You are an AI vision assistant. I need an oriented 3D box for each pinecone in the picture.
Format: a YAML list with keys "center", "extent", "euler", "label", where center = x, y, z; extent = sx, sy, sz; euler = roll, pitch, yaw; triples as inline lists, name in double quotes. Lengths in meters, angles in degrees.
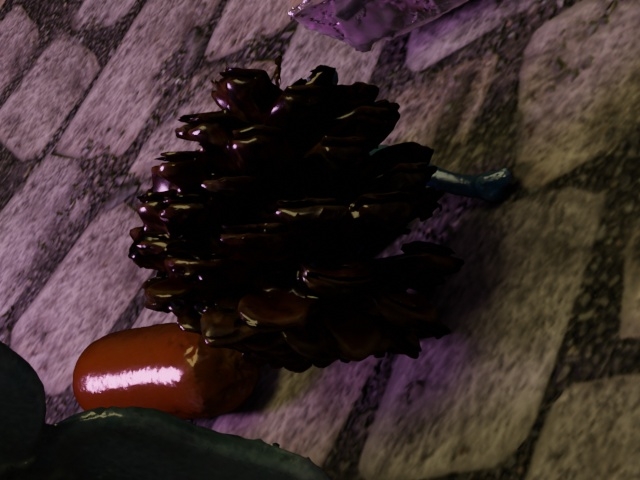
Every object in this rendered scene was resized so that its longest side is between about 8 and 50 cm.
- center: [-0.019, -0.017, 1.205]
  extent: [0.221, 0.221, 0.221]
  euler: [-37, 32, 28]
  label: "pinecone"

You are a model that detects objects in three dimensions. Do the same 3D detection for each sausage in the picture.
- center: [-0.114, 0.098, 1.396]
  extent: [0.197, 0.076, 0.076]
  euler: [-12, 49, 52]
  label: "sausage"

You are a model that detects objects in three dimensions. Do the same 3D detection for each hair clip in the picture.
- center: [-0.241, 0.220, 1.206]
  extent: [0.392, 0.318, 0.238]
  euler: [-16, 48, 47]
  label: "hair clip"

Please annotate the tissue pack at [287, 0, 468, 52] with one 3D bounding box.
- center: [0.087, -0.290, 1.479]
  extent: [0.215, 0.123, 0.256]
  euler: [-27, 45, 38]
  label: "tissue pack"

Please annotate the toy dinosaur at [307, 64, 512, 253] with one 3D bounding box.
- center: [-0.001, -0.032, 1.364]
  extent: [0.329, 0.076, 0.144]
  euler: [-30, 68, 36]
  label: "toy dinosaur"
